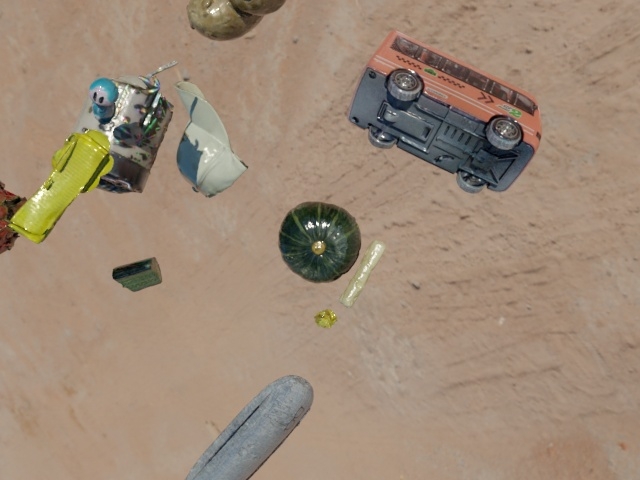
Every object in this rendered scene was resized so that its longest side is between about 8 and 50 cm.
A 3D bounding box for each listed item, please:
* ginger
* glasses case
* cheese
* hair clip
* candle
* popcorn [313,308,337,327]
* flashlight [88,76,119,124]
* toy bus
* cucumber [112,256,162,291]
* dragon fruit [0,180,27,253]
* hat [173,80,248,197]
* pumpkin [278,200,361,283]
[{"bbox_3d":[-0.194,-0.629,1.506,0.304,0.244,0.155,-27,83,50],"label":"ginger"},{"bbox_3d":[-0.121,0.343,1.015,0.067,0.282,0.109,40,178,40],"label":"glasses case"},{"bbox_3d":[0.110,0.086,1.541,0.043,0.194,0.065,31,176,-8],"label":"cheese"},{"bbox_3d":[-0.348,-0.076,0.813,0.072,0.173,0.046,35,172,-19],"label":"hair clip"},{"bbox_3d":[-0.421,-0.266,1.294,0.187,0.187,0.330,16,82,32],"label":"candle"},{"bbox_3d":[0.018,0.271,2.071,0.068,0.083,0.060,-130,34,-69],"label":"popcorn"},{"bbox_3d":[-0.391,-0.249,1.077,0.051,0.051,0.129,54,158,1],"label":"flashlight"},{"bbox_3d":[0.296,-0.301,1.398,0.426,0.233,0.203,26,147,2],"label":"toy bus"},{"bbox_3d":[-0.522,0.093,1.700,0.116,0.115,0.062,82,172,-65],"label":"cucumber"},{"bbox_3d":[-0.853,-0.057,1.432,0.298,0.244,0.245,-15,108,1],"label":"dragon fruit"},{"bbox_3d":[-0.340,-0.280,1.623,0.258,0.168,0.302,46,163,54],"label":"hat"},{"bbox_3d":[-0.002,0.001,1.476,0.211,0.152,0.212,-1,106,-5],"label":"pumpkin"}]
